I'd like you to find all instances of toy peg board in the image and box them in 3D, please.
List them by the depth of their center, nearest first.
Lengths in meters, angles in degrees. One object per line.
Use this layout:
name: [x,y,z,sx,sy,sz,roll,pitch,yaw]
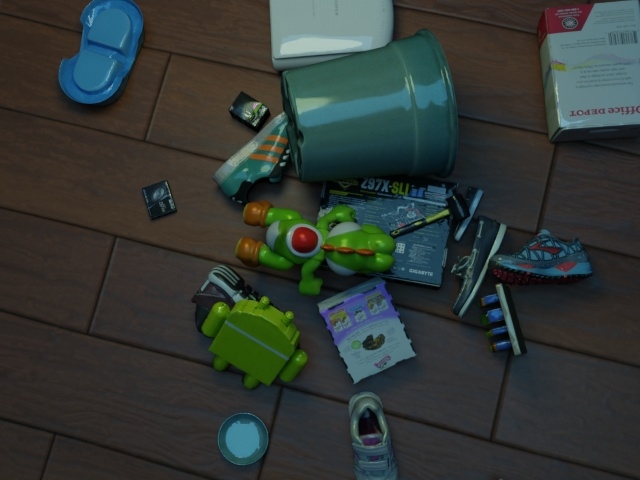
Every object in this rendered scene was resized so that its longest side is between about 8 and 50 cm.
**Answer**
toy peg board: [0.405,0.189,1.817,0.079,0.161,0.161,-17,79,17]

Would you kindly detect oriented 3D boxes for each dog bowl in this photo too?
dog bowl: [-0.549,-0.478,2.040,0.166,0.074,0.297,18,83,7]

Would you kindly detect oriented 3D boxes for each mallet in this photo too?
mallet: [0.249,-0.057,1.852,0.190,0.039,0.062,-15,81,5]

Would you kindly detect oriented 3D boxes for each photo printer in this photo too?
photo printer: [0.028,-0.557,1.993,0.308,0.107,0.255,-3,80,4]

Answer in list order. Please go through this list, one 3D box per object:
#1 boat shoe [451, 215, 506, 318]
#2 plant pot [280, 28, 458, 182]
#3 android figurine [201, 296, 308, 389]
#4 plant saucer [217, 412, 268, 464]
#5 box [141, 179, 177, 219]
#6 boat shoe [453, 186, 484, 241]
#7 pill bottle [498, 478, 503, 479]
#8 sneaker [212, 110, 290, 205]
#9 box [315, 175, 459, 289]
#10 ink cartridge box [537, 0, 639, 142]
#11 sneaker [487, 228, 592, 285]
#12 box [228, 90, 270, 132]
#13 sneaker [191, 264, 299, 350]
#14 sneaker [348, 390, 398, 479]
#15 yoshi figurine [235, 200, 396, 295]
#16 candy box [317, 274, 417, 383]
boat shoe: [0.355,0.059,1.867,0.079,0.095,0.254,24,80,9]
plant pot: [0.095,-0.281,1.798,0.334,0.341,0.340,-10,79,-6]
android figurine: [-0.147,0.229,1.803,0.248,0.272,0.056,30,40,-1]
plant saucer: [-0.180,0.465,1.873,0.120,0.021,0.119,-1,79,5]
box: [-0.402,-0.101,1.990,0.067,0.018,0.083,-19,79,1]
boat shoe: [0.347,-0.064,1.917,0.040,0.049,0.142,24,76,14]
pill bottle: [0.354,0.618,1.761,0.187,0.112,0.112,-38,80,-2]
sneaker: [-0.114,-0.208,1.951,0.302,0.108,0.121,-42,87,0]
box: [0.151,-0.034,1.909,0.322,0.079,0.257,9,79,6]
ink cartridge box: [0.652,-0.401,1.909,0.226,0.131,0.306,-3,81,3]
sneaker: [0.498,0.037,1.849,0.262,0.104,0.125,2,71,-20]
box: [-0.178,-0.322,1.995,0.083,0.052,0.062,33,83,10]
sneaker: [-0.191,0.203,1.896,0.281,0.106,0.162,45,110,0]
sneaker: [0.114,0.470,1.804,0.103,0.111,0.252,-14,80,2]
yoshi figurine: [0.007,0.012,1.815,0.362,0.203,0.203,9,40,20]
candy box: [0.107,0.205,1.839,0.165,0.070,0.196,-24,103,-1]
